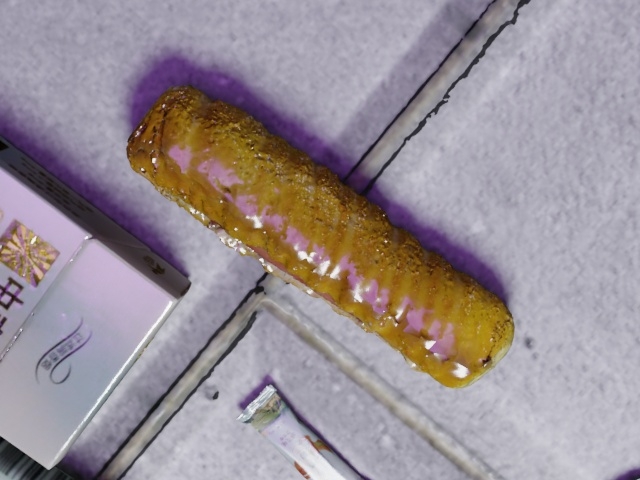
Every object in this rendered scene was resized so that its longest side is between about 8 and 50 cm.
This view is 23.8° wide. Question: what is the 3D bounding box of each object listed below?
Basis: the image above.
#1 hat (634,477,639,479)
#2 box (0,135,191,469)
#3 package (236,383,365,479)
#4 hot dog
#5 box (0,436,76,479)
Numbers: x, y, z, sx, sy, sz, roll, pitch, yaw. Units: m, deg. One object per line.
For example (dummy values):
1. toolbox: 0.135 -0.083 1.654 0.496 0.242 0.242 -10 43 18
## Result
1. hat: 0.243 0.253 1.013 0.138 0.078 0.191 -3 100 4
2. box: -0.228 0.019 1.023 0.243 0.067 0.155 36 103 -1
3. package: -0.009 0.148 1.052 0.037 0.015 0.110 -44 95 6
4. hot dog: 0.001 -0.001 0.999 0.289 0.068 0.083 34 95 0
5. box: -0.294 0.158 1.040 0.345 0.097 0.134 36 101 -2
